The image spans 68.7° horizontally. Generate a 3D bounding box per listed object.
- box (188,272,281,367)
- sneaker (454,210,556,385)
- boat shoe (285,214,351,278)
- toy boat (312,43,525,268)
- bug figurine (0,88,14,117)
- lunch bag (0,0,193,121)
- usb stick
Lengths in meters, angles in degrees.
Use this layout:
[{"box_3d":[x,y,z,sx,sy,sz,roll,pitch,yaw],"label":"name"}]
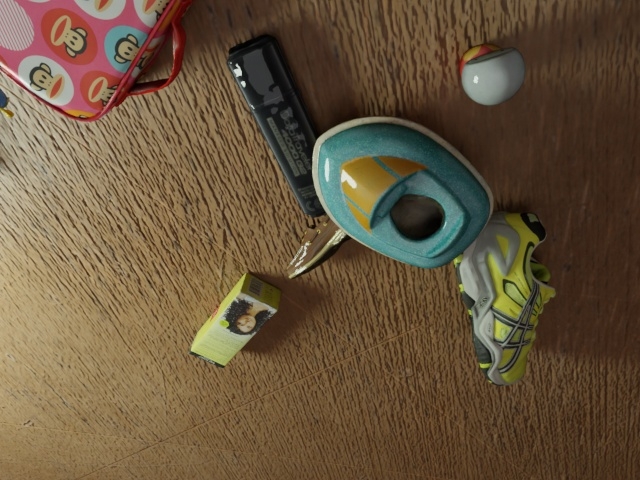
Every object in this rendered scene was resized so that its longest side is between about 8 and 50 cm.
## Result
[{"box_3d":[-0.176,0.167,0.945,0.087,0.058,0.232,29,126,-17],"label":"box"},{"box_3d":[0.328,0.118,0.806,0.147,0.145,0.384,-14,127,17],"label":"sneaker"},{"box_3d":[0.000,0.000,0.801,0.178,0.064,0.060,-43,77,27],"label":"boat shoe"},{"box_3d":[0.136,-0.110,0.615,0.268,0.148,0.318,28,117,-7],"label":"toy boat"},{"box_3d":[-0.578,-0.195,0.689,0.216,0.072,0.279,41,126,-17],"label":"bug figurine"},{"box_3d":[-0.274,-0.292,0.554,0.258,0.120,0.293,39,121,-23],"label":"lunch bag"},{"box_3d":[-0.043,-0.155,0.682,0.077,0.045,0.278,-19,122,14],"label":"usb stick"}]
